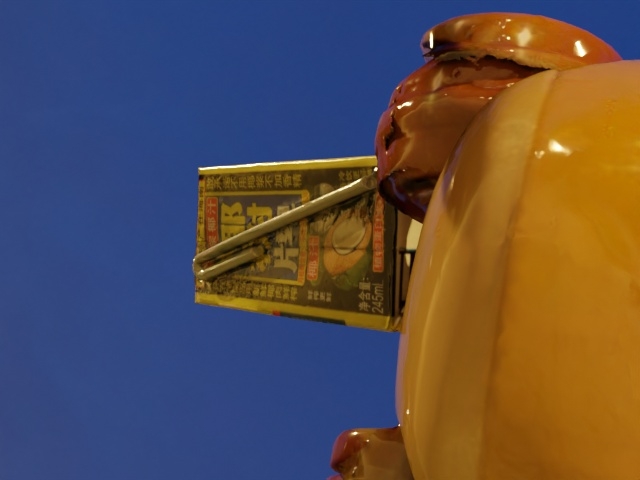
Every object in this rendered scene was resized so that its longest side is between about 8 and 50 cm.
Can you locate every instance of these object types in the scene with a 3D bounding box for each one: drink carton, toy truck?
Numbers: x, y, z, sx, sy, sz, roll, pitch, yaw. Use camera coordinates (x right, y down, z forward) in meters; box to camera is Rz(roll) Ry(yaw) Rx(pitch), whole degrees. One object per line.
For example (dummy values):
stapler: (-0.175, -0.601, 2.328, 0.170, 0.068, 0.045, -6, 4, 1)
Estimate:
drink carton: (0.000, 0.000, 0.526, 0.166, 0.056, 0.071, 1, -93, 55)
toy truck: (0.130, 0.057, 0.426, 0.212, 0.288, 0.204, 6, -106, 21)
